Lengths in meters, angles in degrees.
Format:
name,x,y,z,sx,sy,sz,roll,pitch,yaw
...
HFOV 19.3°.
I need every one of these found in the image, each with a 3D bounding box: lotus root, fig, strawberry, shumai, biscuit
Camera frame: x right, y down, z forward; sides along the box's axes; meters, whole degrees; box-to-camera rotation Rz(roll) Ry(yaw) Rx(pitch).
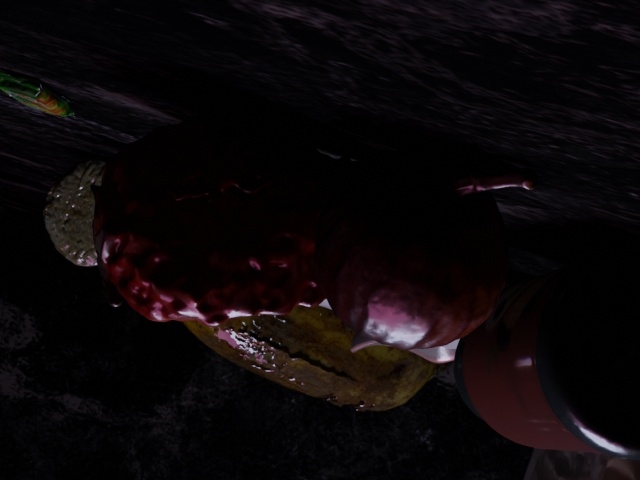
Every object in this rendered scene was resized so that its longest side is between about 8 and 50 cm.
name,x,y,z,sx,sy,sz,roll,pitch,yaw
lotus root,-0.004,0.078,2.081,0.397,0.179,0.196,25,-171,-36
fig,0.062,0.007,1.150,0.128,0.128,0.150,19,176,-19
strawberry,-0.038,-0.032,1.266,0.236,0.111,0.190,-3,-154,-3
shumai,-0.234,-0.037,2.023,0.099,0.124,0.087,43,-161,3
biscuit,-0.229,-0.116,1.502,0.046,0.016,0.089,17,176,14

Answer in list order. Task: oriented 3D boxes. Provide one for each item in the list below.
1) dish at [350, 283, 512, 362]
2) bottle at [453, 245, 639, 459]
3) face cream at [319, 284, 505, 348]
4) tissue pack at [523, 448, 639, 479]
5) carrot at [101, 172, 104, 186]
name,x,y,z,sx,sy,sz,roll,pitch,yaw
dish,0.151,0.082,1.859,0.212,0.077,0.151,0,172,43
bottle,0.185,0.092,1.403,0.144,0.144,0.336,19,170,-9
face cream,0.000,0.000,1.494,0.345,0.102,0.102,21,175,-41
tissue pack,0.371,0.229,1.591,0.380,0.297,0.207,17,176,-10
carrot,-0.104,-0.024,1.851,0.070,0.070,0.260,14,175,46
